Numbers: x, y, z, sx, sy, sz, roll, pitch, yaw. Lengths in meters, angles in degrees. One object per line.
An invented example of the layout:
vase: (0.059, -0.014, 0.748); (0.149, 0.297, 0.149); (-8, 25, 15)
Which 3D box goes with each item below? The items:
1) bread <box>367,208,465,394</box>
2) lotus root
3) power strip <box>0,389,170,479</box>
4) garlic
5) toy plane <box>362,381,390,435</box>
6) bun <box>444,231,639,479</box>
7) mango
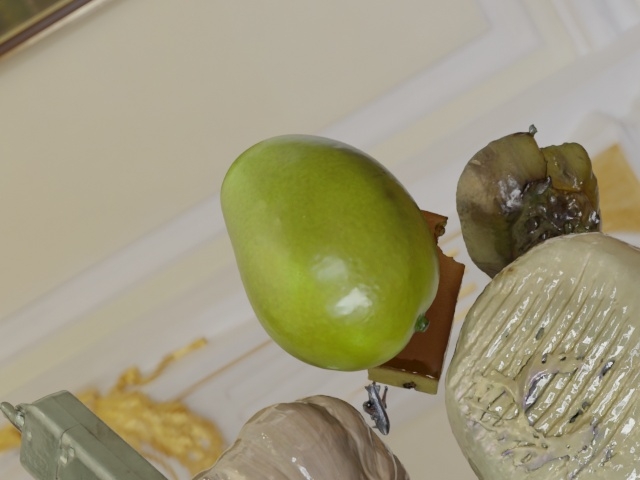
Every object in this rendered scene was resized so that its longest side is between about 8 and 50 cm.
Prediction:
bread: (0.115, 0.065, 1.479); (0.049, 0.088, 0.226); (85, -161, -53)
lotus root: (0.264, -0.031, 1.559); (0.078, 0.183, 0.204); (-142, 33, -70)
power strip: (-0.228, 0.236, 1.303); (0.288, 0.053, 0.093); (35, 127, 31)
garlic: (-0.010, 0.248, 1.110); (0.152, 0.228, 0.228); (5, 132, 53)
toy plane: (0.083, 0.245, 1.898); (0.078, 0.031, 0.083); (-29, -70, -57)
bun: (0.240, 0.133, 1.159); (0.168, 0.273, 0.273); (29, -153, -56)
mango: (0.009, -0.001, 1.261); (0.149, 0.185, 0.273); (53, -167, -57)
